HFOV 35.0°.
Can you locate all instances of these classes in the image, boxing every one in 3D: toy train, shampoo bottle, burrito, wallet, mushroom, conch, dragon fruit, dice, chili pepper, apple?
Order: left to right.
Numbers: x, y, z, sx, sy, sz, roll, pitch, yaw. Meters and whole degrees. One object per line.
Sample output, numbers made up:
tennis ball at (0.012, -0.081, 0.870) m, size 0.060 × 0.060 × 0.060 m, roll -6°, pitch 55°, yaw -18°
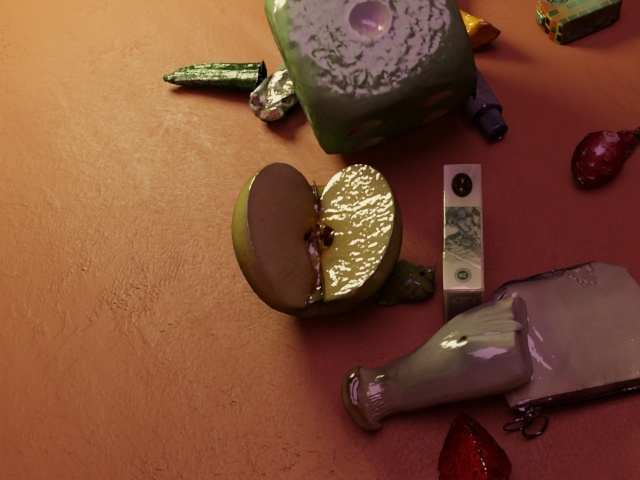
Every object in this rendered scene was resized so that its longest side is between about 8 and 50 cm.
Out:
chili pepper at (-0.228, -0.343, 2.140) m, size 0.227 × 0.059 × 0.088 m, roll 1°, pitch 29°, yaw 13°
burrito at (-0.034, -0.359, 2.116) m, size 0.096 × 0.066 × 0.309 m, roll 28°, pitch 65°, yaw 21°
apple at (-0.007, 0.007, 1.780) m, size 0.295 × 0.233 × 0.257 m, roll -2°, pitch 70°, yaw -4°
dice at (0.092, -0.361, 1.898) m, size 0.322 × 0.330 × 0.318 m, roll -22°, pitch 82°, yaw 2°
conch at (0.154, 0.073, 1.818) m, size 0.121 × 0.074 × 0.089 m, roll -30°, pitch 40°, yaw 15°
mushroom at (0.192, 0.208, 1.660) m, size 0.329 × 0.122 × 0.159 m, roll -22°, pitch 21°, yaw 17°
shampoo bottle at (0.306, -0.288, 2.015) m, size 0.072 × 0.072 × 0.214 m, roll -21°, pitch 57°, yaw -5°
dragon fruit at (0.244, 0.363, 1.605) m, size 0.106 × 0.083 × 0.162 m, roll -57°, pitch 27°, yaw 20°
wallet at (0.430, 0.167, 1.708) m, size 0.335 × 0.068 × 0.274 m, roll -13°, pitch 60°, yaw -7°
toy train at (0.540, -0.482, 2.097) m, size 0.188 × 0.072 × 0.099 m, roll -22°, pitch 56°, yaw -5°
dragon fruit at (0.541, -0.176, 1.895) m, size 0.190 × 0.094 × 0.094 m, roll -38°, pitch 60°, yaw -21°

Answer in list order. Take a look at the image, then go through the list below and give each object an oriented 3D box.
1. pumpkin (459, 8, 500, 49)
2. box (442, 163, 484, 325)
pumpkin at (0.202, -0.488, 2.144) m, size 0.258 × 0.095 × 0.290 m, roll -18°, pitch 60°, yaw -7°
box at (0.247, 0.016, 1.770) m, size 0.069 × 0.164 × 0.256 m, roll 0°, pitch 57°, yaw 7°
